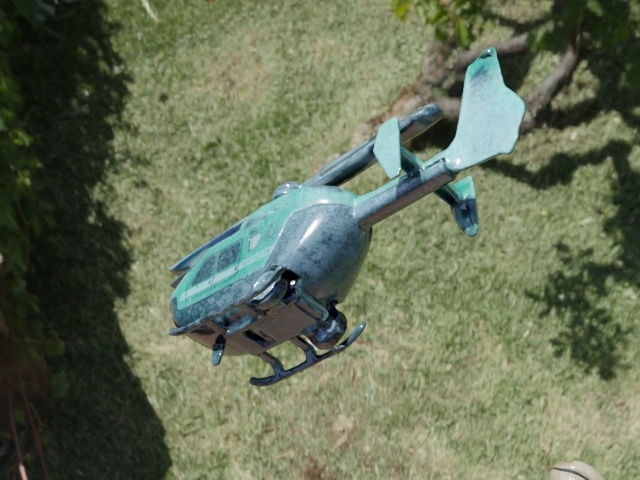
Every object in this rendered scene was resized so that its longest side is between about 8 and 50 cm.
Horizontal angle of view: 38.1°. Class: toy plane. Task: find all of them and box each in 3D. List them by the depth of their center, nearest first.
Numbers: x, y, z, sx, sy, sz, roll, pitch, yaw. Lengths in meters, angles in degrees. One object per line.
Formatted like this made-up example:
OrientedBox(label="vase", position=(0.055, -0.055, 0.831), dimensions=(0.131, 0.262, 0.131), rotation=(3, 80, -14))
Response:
OrientedBox(label="toy plane", position=(0.000, 0.000, 0.443), dimensions=(0.235, 0.060, 0.096), rotation=(-30, 38, 33))

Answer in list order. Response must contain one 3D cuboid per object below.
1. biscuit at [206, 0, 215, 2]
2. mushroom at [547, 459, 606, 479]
OrientedBox(label="biscuit", position=(-0.109, -0.407, 1.248), dimensions=(0.056, 0.052, 0.188), rotation=(37, 80, 9))
OrientedBox(label="mushroom", position=(0.211, 0.318, 0.982), dimensions=(0.223, 0.092, 0.081), rotation=(-40, 80, 2))
